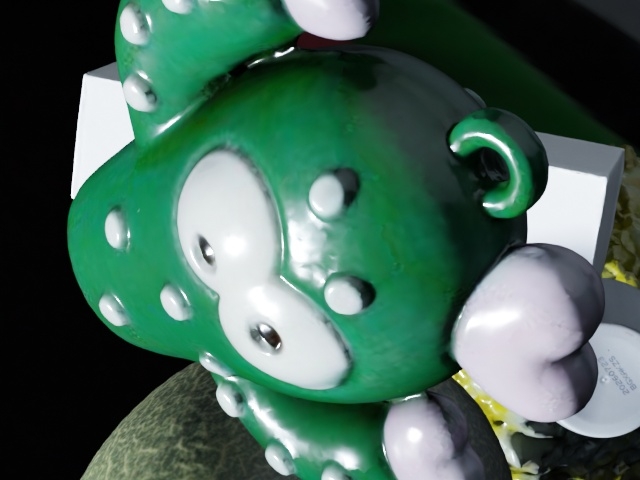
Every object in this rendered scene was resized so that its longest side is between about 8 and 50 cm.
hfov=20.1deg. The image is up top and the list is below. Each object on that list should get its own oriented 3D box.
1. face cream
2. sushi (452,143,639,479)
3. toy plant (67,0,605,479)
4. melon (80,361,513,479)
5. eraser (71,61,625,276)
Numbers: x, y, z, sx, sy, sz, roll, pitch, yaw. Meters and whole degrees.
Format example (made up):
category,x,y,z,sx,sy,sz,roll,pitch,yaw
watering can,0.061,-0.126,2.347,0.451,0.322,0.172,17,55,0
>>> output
category,x,y,z,sx,sy,sz,roll,pitch,yaw
face cream,0.210,0.089,1.365,0.117,0.117,0.104,28,-165,-4
sushi,0.274,0.072,1.744,0.396,0.351,0.240,2,-138,-43
toy plant,-0.001,-0.005,0.681,0.232,0.243,0.112,48,-130,9
melon,-0.019,0.177,0.990,0.237,0.237,0.302,37,-143,10
eraser,0.014,-0.037,1.012,0.298,0.076,0.078,11,-163,12
